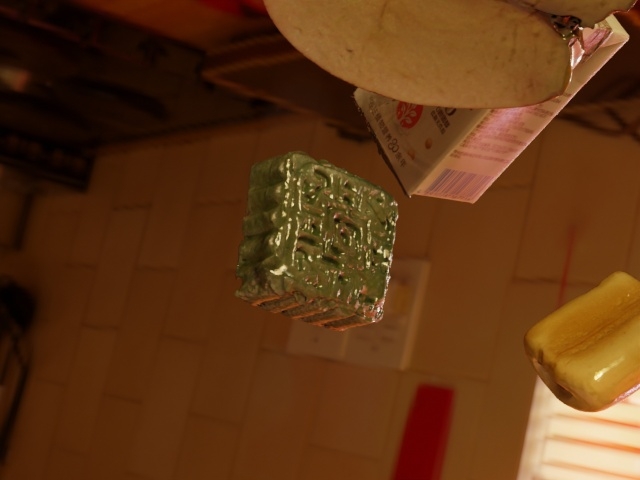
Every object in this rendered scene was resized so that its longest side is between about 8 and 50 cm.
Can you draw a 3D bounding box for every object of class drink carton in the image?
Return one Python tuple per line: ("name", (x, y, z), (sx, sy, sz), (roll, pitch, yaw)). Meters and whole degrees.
("drink carton", (0.207, -0.218, 1.693), (0.132, 0.194, 0.324), (4, 138, -42))

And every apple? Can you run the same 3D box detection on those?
("apple", (0.139, -0.295, 1.354), (0.365, 0.295, 0.329), (24, 173, -14))

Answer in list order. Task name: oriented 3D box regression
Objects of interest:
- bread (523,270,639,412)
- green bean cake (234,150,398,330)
("bread", (0.311, 0.116, 1.434), (0.134, 0.173, 0.085), (40, 153, 50))
("green bean cake", (0.000, 0.000, 1.529), (0.173, 0.181, 0.094), (22, 157, -33))
